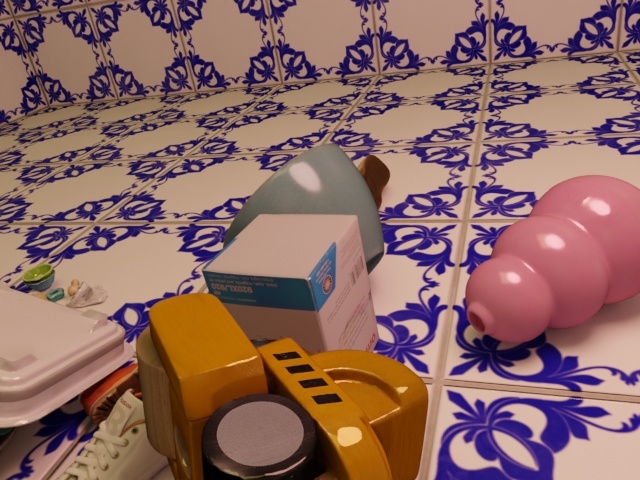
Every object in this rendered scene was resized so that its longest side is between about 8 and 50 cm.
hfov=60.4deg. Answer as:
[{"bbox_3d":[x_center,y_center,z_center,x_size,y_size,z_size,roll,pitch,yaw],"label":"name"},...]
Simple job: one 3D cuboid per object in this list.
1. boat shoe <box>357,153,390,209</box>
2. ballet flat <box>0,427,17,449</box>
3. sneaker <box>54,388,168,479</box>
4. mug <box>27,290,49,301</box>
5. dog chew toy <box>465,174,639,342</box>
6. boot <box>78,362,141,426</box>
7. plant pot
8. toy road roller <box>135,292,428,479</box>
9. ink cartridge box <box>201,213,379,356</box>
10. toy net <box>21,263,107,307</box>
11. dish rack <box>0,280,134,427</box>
[{"bbox_3d":[0.082,-0.107,1.313,0.098,0.109,0.302,-41,10,35],"label":"boat shoe"},{"bbox_3d":[-0.517,0.283,0.762,0.139,0.139,0.400,-14,29,-6],"label":"ballet flat"},{"bbox_3d":[-0.267,0.264,0.700,0.106,0.123,0.290,16,39,37],"label":"sneaker"},{"bbox_3d":[-0.560,0.135,1.099,0.078,0.064,0.062,-12,27,-4],"label":"mug"},{"bbox_3d":[0.359,0.038,0.839,0.332,0.206,0.207,-29,33,-18],"label":"dog chew toy"},{"bbox_3d":[-0.304,0.218,0.869,0.085,0.059,0.158,12,36,44],"label":"boot"},{"bbox_3d":[0.000,0.000,0.990,0.195,0.290,0.290,45,52,14],"label":"plant pot"},{"bbox_3d":[-0.038,0.193,0.588,0.241,0.202,0.329,-13,29,-30],"label":"toy road roller"},{"bbox_3d":[-0.031,0.101,0.804,0.168,0.232,0.171,2,30,26],"label":"ink cartridge box"},{"bbox_3d":[-0.563,0.107,1.173,0.232,0.045,0.122,5,31,26],"label":"toy net"},{"bbox_3d":[-0.484,0.141,0.825,0.333,0.072,0.285,14,15,13],"label":"dish rack"}]
